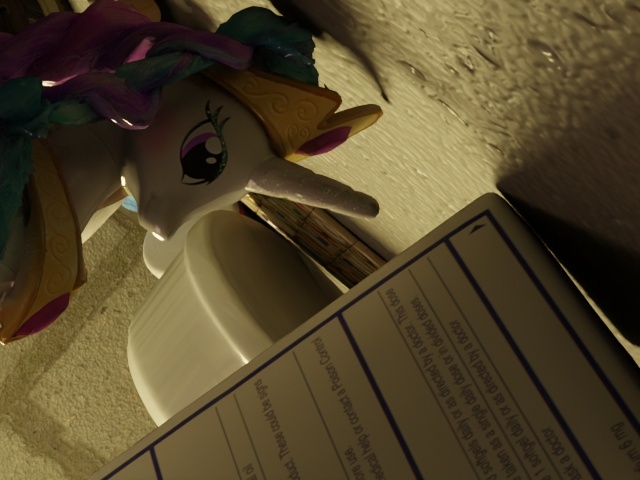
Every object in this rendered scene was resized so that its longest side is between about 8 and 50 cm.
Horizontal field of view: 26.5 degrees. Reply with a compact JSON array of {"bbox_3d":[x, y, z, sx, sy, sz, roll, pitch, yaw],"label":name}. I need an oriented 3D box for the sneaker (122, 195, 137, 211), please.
[{"bbox_3d":[-0.160,-0.061,1.353,0.082,0.069,0.209,21,173,-11],"label":"sneaker"}]

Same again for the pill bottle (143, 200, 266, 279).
[{"bbox_3d":[-0.079,0.036,1.330,0.108,0.108,0.180,31,169,48],"label":"pill bottle"}]

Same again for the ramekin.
[{"bbox_3d":[-0.040,0.114,1.132,0.273,0.127,0.273,43,-166,-13],"label":"ramekin"}]

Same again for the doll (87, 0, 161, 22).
[{"bbox_3d":[-0.106,-0.107,0.849,0.129,0.046,0.189,49,174,0],"label":"doll"}]

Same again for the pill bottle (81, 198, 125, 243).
[{"bbox_3d":[-0.304,-0.132,1.184,0.301,0.169,0.169,42,172,-23],"label":"pill bottle"}]

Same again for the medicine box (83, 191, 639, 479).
[{"bbox_3d":[0.041,0.170,0.585,0.149,0.289,0.263,47,-170,-38],"label":"medicine box"}]

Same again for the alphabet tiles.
[{"bbox_3d":[0.000,0.000,1.120,0.198,0.009,0.237,39,173,-1],"label":"alphabet tiles"}]

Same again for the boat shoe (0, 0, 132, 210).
[{"bbox_3d":[-0.180,-0.116,0.835,0.223,0.073,0.080,59,173,7],"label":"boat shoe"}]

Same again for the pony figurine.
[{"bbox_3d":[-0.198,-0.047,0.620,0.351,0.363,0.303,45,159,21],"label":"pony figurine"}]
